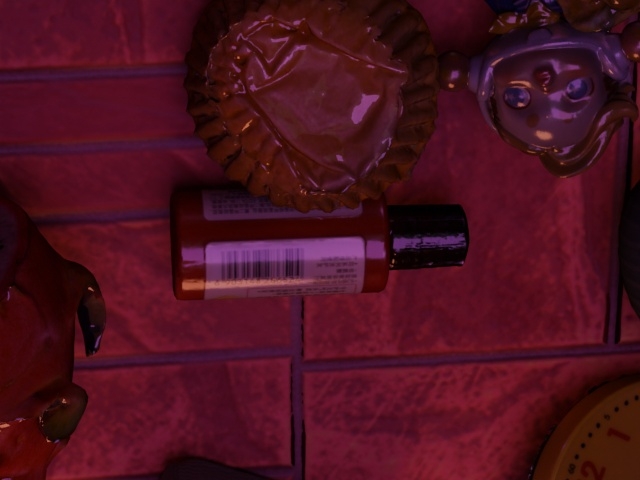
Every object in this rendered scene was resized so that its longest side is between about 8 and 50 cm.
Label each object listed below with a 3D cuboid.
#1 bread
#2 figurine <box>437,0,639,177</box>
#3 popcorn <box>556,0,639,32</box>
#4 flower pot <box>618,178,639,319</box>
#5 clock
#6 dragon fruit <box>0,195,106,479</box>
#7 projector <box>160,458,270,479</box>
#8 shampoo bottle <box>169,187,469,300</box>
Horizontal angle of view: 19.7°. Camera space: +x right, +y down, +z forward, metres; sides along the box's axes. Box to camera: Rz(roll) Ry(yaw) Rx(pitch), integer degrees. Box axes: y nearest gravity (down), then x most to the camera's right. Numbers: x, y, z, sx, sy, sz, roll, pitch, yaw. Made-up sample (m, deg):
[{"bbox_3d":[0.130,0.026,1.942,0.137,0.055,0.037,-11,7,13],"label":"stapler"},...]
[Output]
[{"bbox_3d":[-0.013,-0.136,1.631,0.240,0.139,0.240,2,101,12],"label":"bread"},{"bbox_3d":[0.188,-0.196,1.665,0.194,0.133,0.274,-31,99,17],"label":"figurine"},{"bbox_3d":[0.235,-0.254,1.520,0.173,0.173,0.142,-35,87,8],"label":"popcorn"},{"bbox_3d":[0.382,0.021,1.760,0.189,0.157,0.243,-20,115,3],"label":"flower pot"},{"bbox_3d":[0.345,0.275,1.854,0.293,0.071,0.277,18,84,-22],"label":"clock"},{"bbox_3d":[-0.332,0.127,1.653,0.305,0.305,0.225,-27,121,5],"label":"dragon fruit"},{"bbox_3d":[-0.069,0.350,1.871,0.250,0.108,0.198,18,110,-16],"label":"projector"},{"bbox_3d":[0.000,0.000,1.729,0.278,0.104,0.104,-2,113,-6],"label":"shampoo bottle"}]
